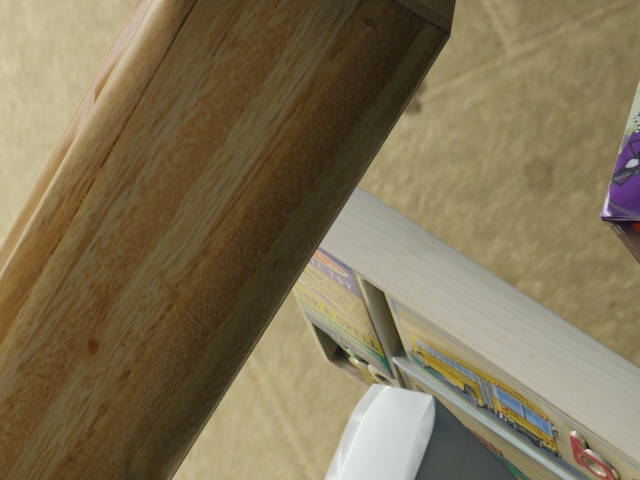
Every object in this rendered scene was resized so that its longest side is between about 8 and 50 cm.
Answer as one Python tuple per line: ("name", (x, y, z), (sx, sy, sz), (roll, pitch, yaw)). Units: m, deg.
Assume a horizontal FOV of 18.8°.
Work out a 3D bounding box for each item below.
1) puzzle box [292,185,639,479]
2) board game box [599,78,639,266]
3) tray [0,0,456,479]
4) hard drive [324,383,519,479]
("puzzle box", (0.144, 0.117, 1.287), (0.409, 0.272, 0.052), (34, 74, 25))
("board game box", (0.300, -0.115, 1.370), (0.056, 0.208, 0.346), (5, 64, 33))
("tray", (-0.091, 0.061, 0.619), (0.076, 0.203, 0.411), (29, 111, -5))
("hard drive", (0.071, 0.244, 0.914), (0.047, 0.353, 0.233), (9, 67, 34))
